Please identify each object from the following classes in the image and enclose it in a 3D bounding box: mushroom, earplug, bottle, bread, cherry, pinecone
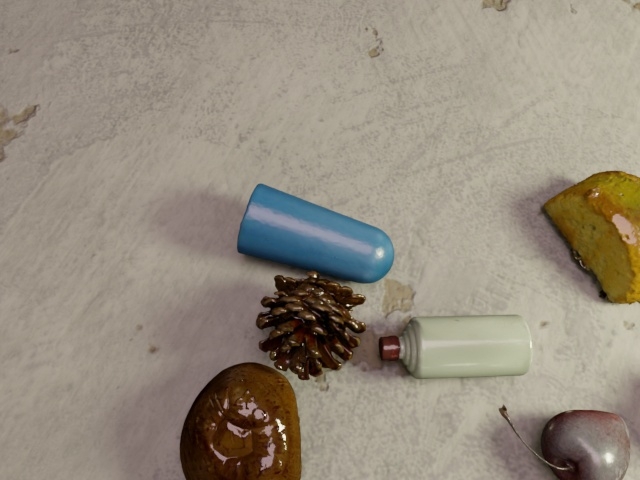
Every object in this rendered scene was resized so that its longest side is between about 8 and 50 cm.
[{"bbox_3d":[-0.124,0.303,0.830,0.194,0.138,0.232,-12,67,-7],"label":"mushroom"},{"bbox_3d":[0.000,0.000,0.979,0.272,0.132,0.133,18,67,2],"label":"earplug"},{"bbox_3d":[0.221,0.179,0.916,0.244,0.104,0.104,-1,66,-2],"label":"bottle"},{"bbox_3d":[0.555,-0.024,0.995,0.160,0.147,0.261,-19,68,-13],"label":"bread"},{"bbox_3d":[0.402,0.304,0.864,0.148,0.115,0.188,-39,66,3],"label":"cherry"},{"bbox_3d":[-0.017,0.137,0.887,0.179,0.150,0.195,7,25,11],"label":"pinecone"}]
